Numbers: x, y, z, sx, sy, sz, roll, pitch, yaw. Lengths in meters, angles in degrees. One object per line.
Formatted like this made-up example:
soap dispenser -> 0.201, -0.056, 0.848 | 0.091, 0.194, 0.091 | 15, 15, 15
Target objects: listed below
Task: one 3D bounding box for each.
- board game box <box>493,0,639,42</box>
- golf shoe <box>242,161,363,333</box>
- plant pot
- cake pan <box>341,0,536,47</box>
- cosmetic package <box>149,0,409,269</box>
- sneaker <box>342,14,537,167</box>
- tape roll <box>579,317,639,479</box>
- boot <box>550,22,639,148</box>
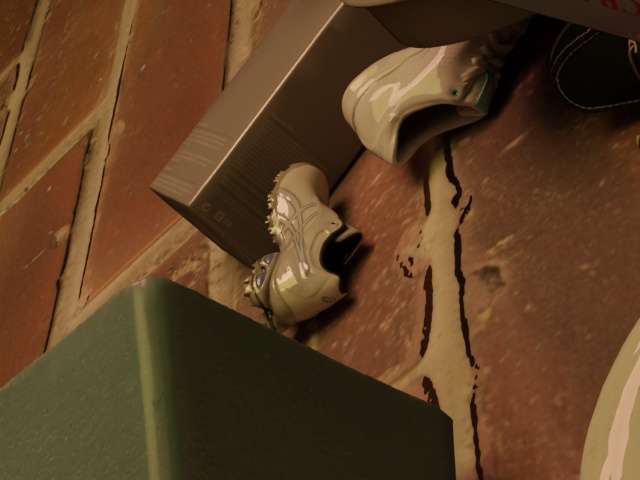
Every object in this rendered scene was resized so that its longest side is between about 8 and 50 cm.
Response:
board game box -> 0.284, -0.233, 1.066 | 0.318, 0.066, 0.318 | 21, 67, 26
golf shoe -> 0.000, 0.000, 1.516 | 0.086, 0.069, 0.176 | -16, 39, 23
plant pot -> -0.071, 0.218, 1.064 | 0.247, 0.248, 0.252 | -38, 43, 29
cake pan -> 0.151, -0.226, 1.368 | 0.293, 0.054, 0.293 | -27, 19, 10
cosmetic package -> -0.027, -0.102, 1.657 | 0.238, 0.107, 0.127 | -50, 21, -5
sneaker -> 0.117, -0.138, 1.490 | 0.212, 0.080, 0.094 | -44, 42, 11
tape roll -> 0.249, 0.074, 0.841 | 0.286, 0.100, 0.286 | -42, 24, 23
boot -> 0.214, -0.097, 1.184 | 0.236, 0.085, 0.179 | -22, 30, 44
